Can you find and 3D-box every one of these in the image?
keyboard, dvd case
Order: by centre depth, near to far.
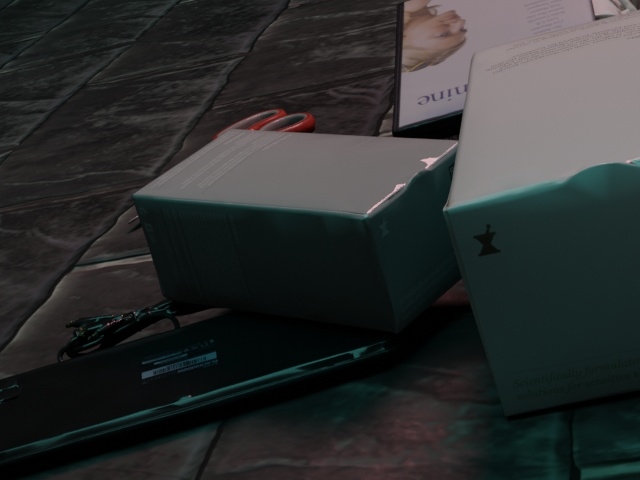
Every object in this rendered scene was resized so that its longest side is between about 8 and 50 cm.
[{"bbox_3d":[-0.103,0.086,1.185,0.317,0.033,0.201,-15,24,0],"label":"keyboard"},{"bbox_3d":[0.152,-0.172,1.394,0.180,0.022,0.253,-14,32,13],"label":"dvd case"}]

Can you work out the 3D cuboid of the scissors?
[{"bbox_3d":[-0.123,-0.078,1.683,0.109,0.021,0.297,7,30,43],"label":"scissors"}]

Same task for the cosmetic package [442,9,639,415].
[{"bbox_3d":[0.203,-0.041,1.104,0.197,0.155,0.365,-12,20,14],"label":"cosmetic package"}]

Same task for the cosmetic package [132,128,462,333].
[{"bbox_3d":[-0.009,-0.013,1.185,0.238,0.107,0.127,10,34,40],"label":"cosmetic package"}]

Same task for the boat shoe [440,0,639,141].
[{"bbox_3d":[0.248,-0.170,1.461,0.156,0.135,0.367,-1,27,37],"label":"boat shoe"}]
